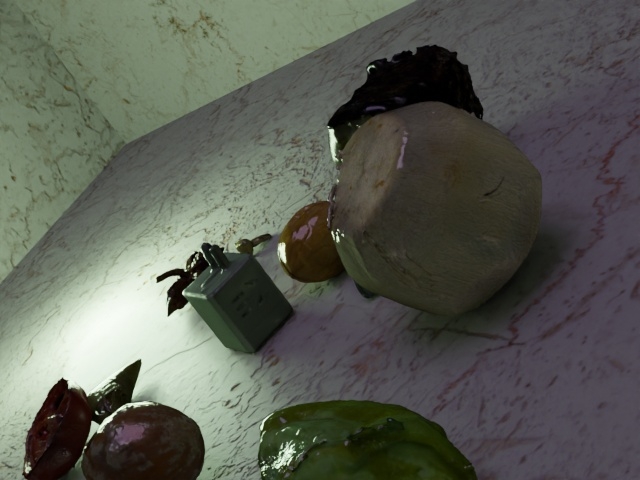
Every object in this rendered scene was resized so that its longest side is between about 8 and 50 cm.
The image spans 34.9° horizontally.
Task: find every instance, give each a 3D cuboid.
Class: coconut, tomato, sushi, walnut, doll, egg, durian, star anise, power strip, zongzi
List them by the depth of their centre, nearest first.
[{"bbox_3d":[0.050,0.306,1.356,0.340,0.256,0.204,-151,74,-74],"label":"durian"},{"bbox_3d":[0.202,-0.045,1.737,0.346,0.360,0.346,-39,39,41],"label":"coconut"},{"bbox_3d":[-0.310,0.379,1.796,0.233,0.195,0.195,-24,24,33],"label":"egg"},{"bbox_3d":[-0.188,0.107,2.123,0.140,0.224,0.139,-46,24,-22],"label":"power strip"},{"bbox_3d":[-0.545,0.409,2.158,0.228,0.101,0.228,-48,28,36],"label":"tomato"},{"bbox_3d":[0.000,0.000,2.166,0.207,0.159,0.159,-45,23,-25],"label":"walnut"},{"bbox_3d":[0.186,-0.228,2.181,0.281,0.299,0.294,2,40,23],"label":"sushi"},{"bbox_3d":[-0.431,0.335,2.225,0.176,0.078,0.160,-40,27,-20],"label":"zongzi"},{"bbox_3d":[-0.313,0.093,2.516,0.196,0.111,0.212,-21,18,17],"label":"star anise"},{"bbox_3d":[-0.169,0.002,2.547,0.093,0.051,0.061,-47,17,-28],"label":"doll"}]

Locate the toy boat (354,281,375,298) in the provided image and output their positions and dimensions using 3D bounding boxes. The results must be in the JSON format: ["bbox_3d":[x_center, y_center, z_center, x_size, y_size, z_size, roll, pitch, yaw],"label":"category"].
[{"bbox_3d":[0.095,0.009,2.053,0.085,0.078,0.260,114,162,-49],"label":"toy boat"}]
